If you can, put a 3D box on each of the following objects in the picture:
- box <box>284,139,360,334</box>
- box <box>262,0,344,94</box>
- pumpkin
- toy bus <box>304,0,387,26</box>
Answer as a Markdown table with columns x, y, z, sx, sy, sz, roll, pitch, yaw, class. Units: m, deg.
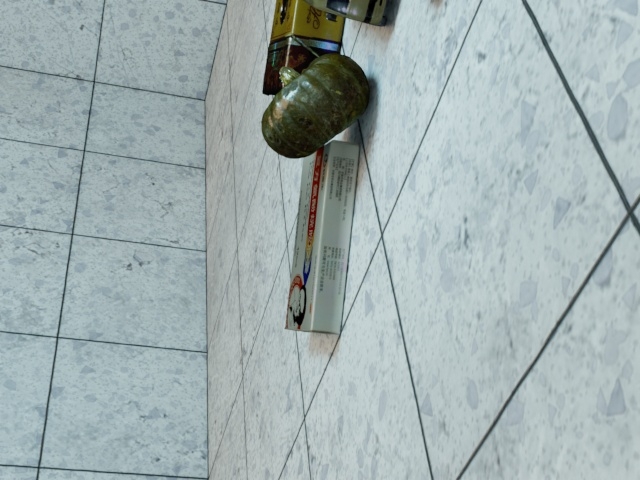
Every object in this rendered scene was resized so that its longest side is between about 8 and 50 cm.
| x | y | z | sx | sy | sz | roll | pitch | yaw | class |
| --- | --- | --- | --- | --- | --- | --- | --- | --- | --- |
| 0.000 | 0.000 | 1.787 | 0.214 | 0.069 | 0.353 | 164 | 111 | -74 | box |
| -0.025 | -0.511 | 2.045 | 0.264 | 0.115 | 0.415 | -147 | 67 | -73 | box |
| -0.013 | -0.257 | 1.702 | 0.219 | 0.162 | 0.219 | -41 | 5 | 4 | pumpkin |
| 0.036 | -0.479 | 1.700 | 0.289 | 0.157 | 0.139 | -116 | 36 | -66 | toy bus |
